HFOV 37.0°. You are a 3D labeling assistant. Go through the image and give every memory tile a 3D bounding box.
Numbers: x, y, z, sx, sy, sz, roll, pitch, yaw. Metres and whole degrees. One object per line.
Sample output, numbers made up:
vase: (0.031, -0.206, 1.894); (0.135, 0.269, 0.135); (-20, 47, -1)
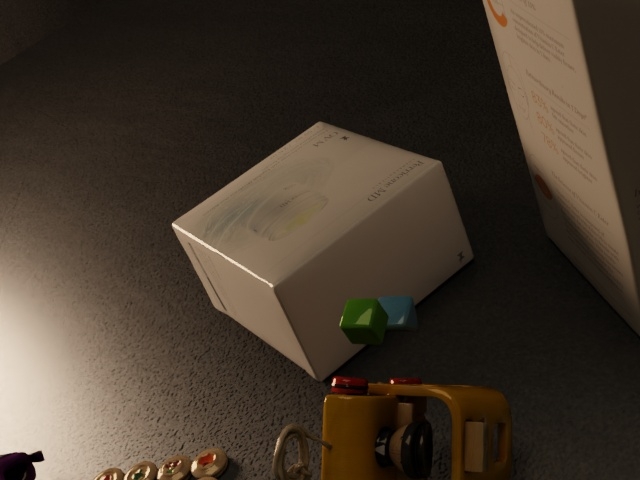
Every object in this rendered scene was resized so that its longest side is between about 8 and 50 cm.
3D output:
memory tile: (-0.160, 0.247, 0.896); (0.148, 0.012, 0.113); (-14, 33, 14)

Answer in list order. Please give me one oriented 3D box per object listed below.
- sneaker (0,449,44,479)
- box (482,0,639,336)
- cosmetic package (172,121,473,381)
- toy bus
sneaker: (-0.326, 0.277, 0.900); (0.098, 0.083, 0.224); (-15, 32, 5)
box: (0.280, -0.122, 0.841); (0.168, 0.345, 0.215); (-24, 32, -1)
cosmetic package: (0.000, 0.000, 1.042); (0.224, 0.138, 0.224); (-37, 35, -20)
toy bus: (0.076, 0.152, 0.715); (0.104, 0.191, 0.202); (-3, 37, 29)
